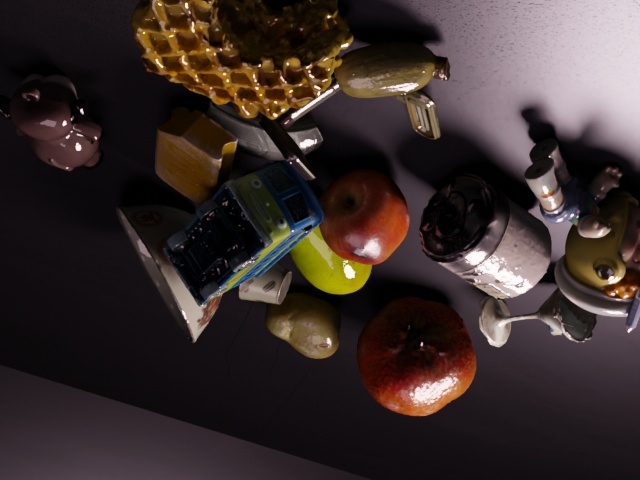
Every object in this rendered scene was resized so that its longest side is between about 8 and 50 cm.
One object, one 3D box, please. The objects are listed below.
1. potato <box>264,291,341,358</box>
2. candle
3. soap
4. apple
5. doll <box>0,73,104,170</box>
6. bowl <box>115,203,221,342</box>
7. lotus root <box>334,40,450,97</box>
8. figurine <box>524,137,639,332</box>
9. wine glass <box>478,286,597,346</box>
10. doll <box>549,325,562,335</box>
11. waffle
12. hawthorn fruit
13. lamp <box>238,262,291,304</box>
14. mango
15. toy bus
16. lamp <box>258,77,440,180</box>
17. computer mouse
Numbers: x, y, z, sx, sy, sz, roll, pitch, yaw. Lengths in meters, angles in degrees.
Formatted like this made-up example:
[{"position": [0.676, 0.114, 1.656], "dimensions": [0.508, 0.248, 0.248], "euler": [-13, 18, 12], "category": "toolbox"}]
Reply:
[{"position": [-0.044, 0.206, 2.388], "dimensions": [0.193, 0.157, 0.157], "euler": [14, 152, -3], "category": "potato"}, {"position": [0.344, 0.013, 1.864], "dimensions": [0.187, 0.187, 0.330], "euler": [-18, 143, 42], "category": "candle"}, {"position": [-0.234, -0.157, 1.793], "dimensions": [0.140, 0.073, 0.232], "euler": [33, 157, 2], "category": "soap"}, {"position": [0.084, -0.041, 1.856], "dimensions": [0.199, 0.199, 0.199], "euler": [8, 152, 4], "category": "apple"}, {"position": [-0.485, -0.213, 1.786], "dimensions": [0.181, 0.117, 0.257], "euler": [3, 152, 11], "category": "doll"}, {"position": [-0.294, 0.041, 2.093], "dimensions": [0.157, 0.337, 0.337], "euler": [-29, 154, -13], "category": "bowl"}, {"position": [0.112, -0.270, 1.507], "dimensions": [0.182, 0.090, 0.077], "euler": [-6, 125, 0], "category": "lotus root"}, {"position": [0.489, -0.032, 1.766], "dimensions": [0.205, 0.224, 0.382], "euler": [-19, 113, 40], "category": "figurine"}, {"position": [0.477, 0.166, 2.155], "dimensions": [0.156, 0.156, 0.232], "euler": [32, 150, -35], "category": "wine glass"}, {"position": [0.559, 0.199, 2.299], "dimensions": [0.037, 0.027, 0.125], "euler": [-7, 148, 15], "category": "doll"}, {"position": [-0.127, -0.315, 1.454], "dimensions": [0.324, 0.151, 0.261], "euler": [26, 145, -25], "category": "waffle"}, {"position": [0.214, 0.295, 2.327], "dimensions": [0.284, 0.285, 0.369], "euler": [13, 157, -5], "category": "hawthorn fruit"}, {"position": [-0.178, 0.073, 2.222], "dimensions": [0.214, 0.121, 0.121], "euler": [19, 154, 14], "category": "lamp"}, {"position": [0.000, 0.000, 2.006], "dimensions": [0.175, 0.143, 0.293], "euler": [0, 142, 45], "category": "mango"}, {"position": [-0.152, -0.014, 1.855], "dimensions": [0.152, 0.190, 0.312], "euler": [57, 141, 6], "category": "toy bus"}, {"position": [0.059, -0.192, 1.652], "dimensions": [0.283, 0.125, 0.203], "euler": [-22, 154, 10], "category": "lamp"}, {"position": [-0.110, -0.193, 1.747], "dimensions": [0.231, 0.071, 0.126], "euler": [9, 152, 5], "category": "computer mouse"}]
